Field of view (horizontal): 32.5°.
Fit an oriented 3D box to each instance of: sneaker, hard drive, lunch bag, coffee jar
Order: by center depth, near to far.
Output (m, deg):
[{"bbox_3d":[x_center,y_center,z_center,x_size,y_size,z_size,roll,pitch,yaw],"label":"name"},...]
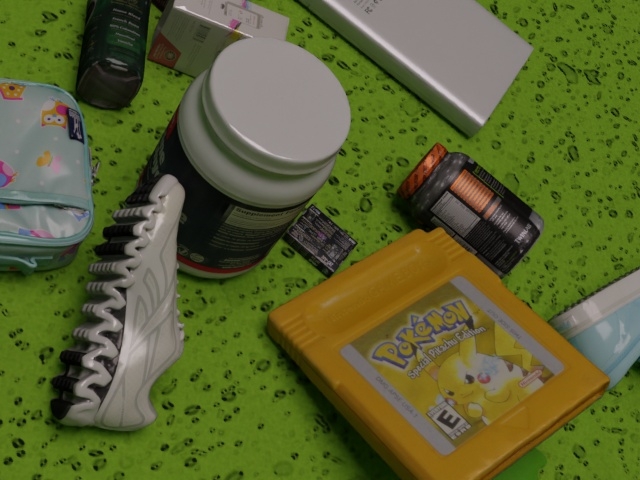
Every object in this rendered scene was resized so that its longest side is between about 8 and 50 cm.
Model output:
[{"bbox_3d":[-0.200,0.071,1.215,0.118,0.110,0.292,21,84,-27],"label":"sneaker"},{"bbox_3d":[-0.390,-0.072,1.235,0.279,0.108,0.224,2,61,-27],"label":"lunch bag"},{"bbox_3d":[-0.267,-0.270,1.428,0.079,0.096,0.185,14,57,-23],"label":"coffee jar"},{"bbox_3d":[0.486,0.109,1.589,0.365,0.135,0.150,-24,82,-27],"label":"sneaker"},{"bbox_3d":[0.152,-0.344,1.728,0.353,0.047,0.233,38,51,-2],"label":"hard drive"}]

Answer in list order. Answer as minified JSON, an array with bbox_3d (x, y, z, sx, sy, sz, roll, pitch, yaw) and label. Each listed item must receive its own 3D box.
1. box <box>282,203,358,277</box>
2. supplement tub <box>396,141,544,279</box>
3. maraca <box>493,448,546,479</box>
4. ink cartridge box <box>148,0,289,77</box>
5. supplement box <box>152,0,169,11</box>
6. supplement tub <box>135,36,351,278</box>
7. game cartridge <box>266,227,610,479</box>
[{"bbox_3d":[0.000,0.000,1.455,0.083,0.018,0.067,40,51,-1],"label":"box"},{"bbox_3d":[0.206,-0.042,1.528,0.190,0.117,0.117,40,51,-1],"label":"supplement tub"},{"bbox_3d":[0.211,0.236,1.373,0.127,0.099,0.186,-21,76,-24],"label":"maraca"},{"bbox_3d":[-0.120,-0.267,1.493,0.198,0.115,0.067,20,54,-17],"label":"ink cartridge box"},{"bbox_3d":[-0.191,-0.446,1.554,0.194,0.129,0.191,43,51,2],"label":"supplement box"},{"bbox_3d":[-0.096,-0.091,1.297,0.191,0.272,0.191,13,56,-20],"label":"supplement tub"},{"bbox_3d":[0.140,0.138,1.336,0.285,0.053,0.323,-29,58,-28],"label":"game cartridge"}]
